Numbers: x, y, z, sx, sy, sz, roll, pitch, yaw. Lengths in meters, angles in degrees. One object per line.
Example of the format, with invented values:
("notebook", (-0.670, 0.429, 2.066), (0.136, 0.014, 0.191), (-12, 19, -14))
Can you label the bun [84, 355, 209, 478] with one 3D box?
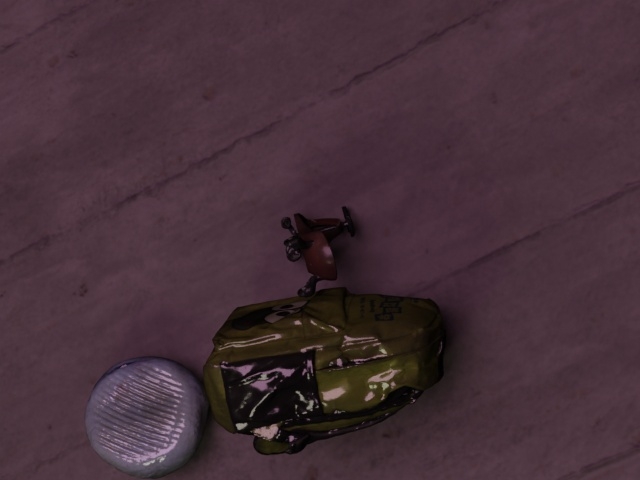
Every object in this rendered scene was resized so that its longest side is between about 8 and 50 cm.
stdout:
("bun", (-0.190, 0.198, 1.763), (0.141, 0.083, 0.141), (-4, 72, 11))

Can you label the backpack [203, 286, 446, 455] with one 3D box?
("backpack", (0.009, 0.129, 1.643), (0.253, 0.207, 0.140), (-9, 102, 8))

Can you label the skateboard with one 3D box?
("skateboard", (0.000, 0.000, 1.707), (0.080, 0.151, 0.067), (-16, 110, -1))
